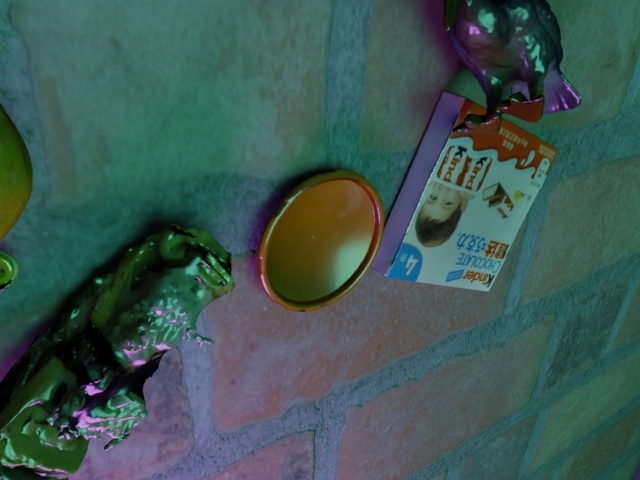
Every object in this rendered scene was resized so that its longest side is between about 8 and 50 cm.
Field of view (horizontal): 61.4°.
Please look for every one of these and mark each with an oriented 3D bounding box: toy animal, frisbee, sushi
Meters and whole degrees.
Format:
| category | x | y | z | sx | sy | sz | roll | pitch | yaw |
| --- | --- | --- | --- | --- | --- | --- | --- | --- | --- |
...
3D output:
| category | x | y | z | sx | sy | sz | roll | pitch | yaw |
| --- | --- | --- | --- | --- | --- | --- | --- | --- | --- |
| toy animal | 0.220 | -0.223 | 0.644 | 0.298 | 0.122 | 0.185 | 2 | 77 | -44 |
| frisbee | 0.000 | 0.000 | 0.677 | 0.192 | 0.035 | 0.192 | -20 | 126 | -30 |
| sushi | -0.192 | 0.116 | 0.532 | 0.291 | 0.131 | 0.139 | -52 | 133 | -13 |

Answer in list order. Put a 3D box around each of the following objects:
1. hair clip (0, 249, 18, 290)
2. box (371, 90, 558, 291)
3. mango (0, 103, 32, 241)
| category | x | y | z | sx | sy | sz | roll | pitch | yaw |
| --- | --- | --- | --- | --- | --- | --- | --- | --- | --- |
| hair clip | -0.336 | 0.004 | 0.415 | 0.188 | 0.033 | 0.060 | 18 | 101 | -37 |
| box | 0.224 | -0.055 | 0.814 | 0.273 | 0.048 | 0.264 | 9 | 108 | -42 |
| mango | -0.319 | -0.040 | 0.320 | 0.262 | 0.130 | 0.167 | -3 | 76 | -25 |
